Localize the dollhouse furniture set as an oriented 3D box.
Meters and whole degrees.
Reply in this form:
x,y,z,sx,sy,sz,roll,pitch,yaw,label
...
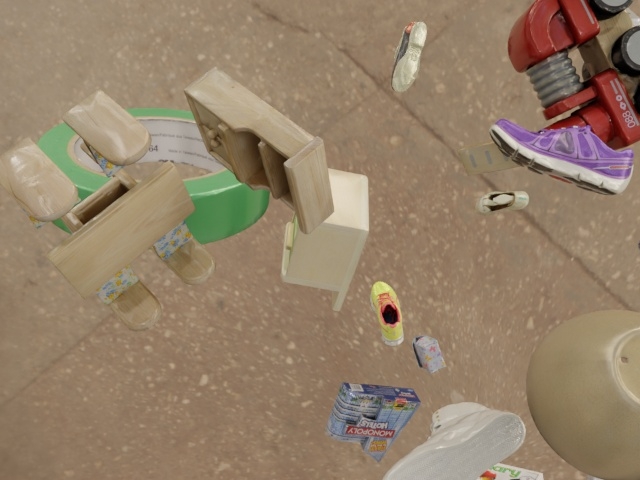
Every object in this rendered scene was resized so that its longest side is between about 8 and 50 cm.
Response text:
x,y,z,sx,sy,sz,roll,pitch,yaw,label
-0.130,-0.029,0.633,0.242,0.212,0.161,-42,61,-18,dollhouse furniture set

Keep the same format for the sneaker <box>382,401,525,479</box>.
x,y,z,sx,sy,sz,roll,pitch,yaw,label
0.230,0.407,1.274,0.292,0.169,0.108,-22,93,-14,sneaker

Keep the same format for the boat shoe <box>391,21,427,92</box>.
x,y,z,sx,sy,sz,roll,pitch,yaw,label
0.161,-0.345,1.255,0.043,0.049,0.137,23,97,60,boat shoe

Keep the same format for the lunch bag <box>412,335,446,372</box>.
x,y,z,sx,sy,sz,roll,pitch,yaw,label
0.249,0.267,1.567,0.053,0.083,0.071,-22,100,-12,lunch bag

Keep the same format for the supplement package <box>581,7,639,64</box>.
x,y,z,sx,sy,sz,roll,pitch,yaw,label
0.618,-0.429,1.426,0.105,0.105,0.179,-5,25,17,supplement package

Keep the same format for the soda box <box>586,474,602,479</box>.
x,y,z,sx,sy,sz,roll,pitch,yaw,label
0.578,0.383,1.299,0.073,0.069,0.216,12,76,14,soda box

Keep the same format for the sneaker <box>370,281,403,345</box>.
x,y,z,sx,sy,sz,roll,pitch,yaw,label
0.192,0.189,1.885,0.081,0.094,0.209,-14,49,-3,sneaker

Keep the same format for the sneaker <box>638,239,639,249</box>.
x,y,z,sx,sy,sz,roll,pitch,yaw,label
0.514,-0.017,0.944,0.135,0.052,0.058,-32,67,-13,sneaker

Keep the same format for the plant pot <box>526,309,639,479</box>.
x,y,z,sx,sy,sz,roll,pitch,yaw,label
0.496,0.228,1.061,0.283,0.191,0.284,0,66,1,plant pot

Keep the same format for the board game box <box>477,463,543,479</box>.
x,y,z,sx,sy,sz,roll,pitch,yaw,label
0.317,0.556,1.486,0.305,0.193,0.053,1,105,37,board game box

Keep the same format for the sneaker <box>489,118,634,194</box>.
x,y,z,sx,sy,sz,roll,pitch,yaw,label
0.285,-0.111,0.790,0.169,0.068,0.071,22,91,8,sneaker

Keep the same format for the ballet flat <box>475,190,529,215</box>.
x,y,z,sx,sy,sz,roll,pitch,yaw,label
0.419,-0.094,1.586,0.052,0.168,0.057,6,80,-31,ballet flat

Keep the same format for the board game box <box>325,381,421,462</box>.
x,y,z,sx,sy,sz,roll,pitch,yaw,label
0.119,0.447,1.619,0.194,0.060,0.194,9,112,-20,board game box

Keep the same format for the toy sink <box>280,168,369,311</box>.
x,y,z,sx,sy,sz,roll,pitch,yaw,label
0.000,0.000,1.262,0.131,0.234,0.153,10,45,-6,toy sink

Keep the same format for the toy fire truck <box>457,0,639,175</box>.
x,y,z,sx,sy,sz,roll,pitch,yaw,label
0.294,-0.194,0.864,0.246,0.158,0.217,-27,91,-1,toy fire truck

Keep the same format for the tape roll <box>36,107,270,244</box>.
x,y,z,sx,sy,sz,roll,pitch,yaw,label
-0.230,-0.100,0.943,0.321,0.077,0.321,5,30,-3,tape roll
